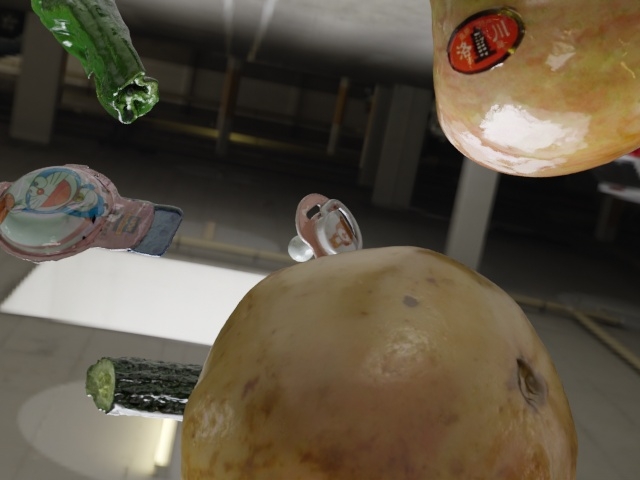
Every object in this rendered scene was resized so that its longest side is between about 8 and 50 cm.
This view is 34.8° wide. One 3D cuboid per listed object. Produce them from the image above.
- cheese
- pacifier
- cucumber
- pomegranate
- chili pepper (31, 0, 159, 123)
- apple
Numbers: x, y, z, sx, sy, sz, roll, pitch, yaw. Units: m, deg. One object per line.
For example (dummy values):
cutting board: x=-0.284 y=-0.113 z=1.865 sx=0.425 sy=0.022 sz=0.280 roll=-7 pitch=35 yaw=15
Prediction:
cheese: x=-0.336 y=-0.034 z=1.427 sx=0.286 sy=0.074 sz=0.189 roll=11 pitch=-128 yaw=13
pacifier: x=0.000 y=0.000 z=1.074 sx=0.078 sy=0.099 sz=0.081 roll=-22 pitch=-168 yaw=40
cucumber: x=-0.152 y=0.188 z=1.255 sx=0.265 sy=0.077 sz=0.077 roll=9 pitch=-170 yaw=-17
pomegranate: x=0.041 y=0.180 z=0.851 sx=0.343 sy=0.342 sz=0.342 roll=11 pitch=-171 yaw=-2
chili pepper: x=-0.244 y=-0.222 z=1.109 sx=0.083 sy=0.099 sz=0.253 roll=-24 pitch=-133 yaw=-16
apple: x=0.319 y=-0.280 z=1.322 sx=0.347 sy=0.391 sz=0.391 roll=-4 pitch=-174 yaw=12
